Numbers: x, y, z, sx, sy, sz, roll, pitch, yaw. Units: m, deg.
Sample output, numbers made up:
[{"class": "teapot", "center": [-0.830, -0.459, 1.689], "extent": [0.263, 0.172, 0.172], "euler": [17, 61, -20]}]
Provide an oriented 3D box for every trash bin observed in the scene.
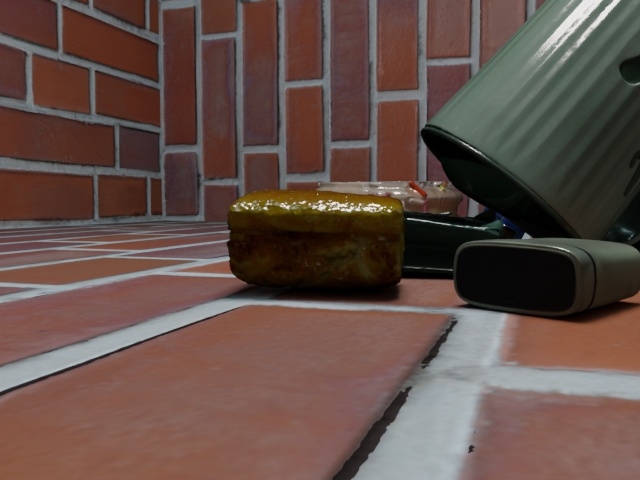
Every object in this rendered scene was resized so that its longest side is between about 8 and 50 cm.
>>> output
[{"class": "trash bin", "center": [0.201, 0.028, 0.563], "extent": [0.130, 0.059, 0.116], "euler": [-2, 6, -44]}]

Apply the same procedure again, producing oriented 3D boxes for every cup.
[{"class": "cup", "center": [0.398, -0.183, 0.992], "extent": [0.310, 0.392, 0.401], "euler": [43, 5, 31]}]

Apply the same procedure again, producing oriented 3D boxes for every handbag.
[{"class": "handbag", "center": [0.133, -0.006, 0.911], "extent": [0.238, 0.089, 0.326], "euler": [3, 4, 12]}]

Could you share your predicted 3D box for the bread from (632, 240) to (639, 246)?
[{"class": "bread", "center": [0.644, -0.105, 1.283], "extent": [0.394, 0.250, 0.361], "euler": [-4, 1, 7]}]

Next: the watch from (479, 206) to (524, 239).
[{"class": "watch", "center": [0.411, -0.112, 1.289], "extent": [0.068, 0.274, 0.276], "euler": [28, 6, 1]}]

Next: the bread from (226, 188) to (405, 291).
[{"class": "bread", "center": [0.000, 0.000, 0.654], "extent": [0.172, 0.103, 0.132], "euler": [1, 4, 7]}]

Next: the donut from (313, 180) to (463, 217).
[{"class": "donut", "center": [0.161, -0.075, 1.561], "extent": [0.382, 0.142, 0.382], "euler": [-1, 4, 0]}]
